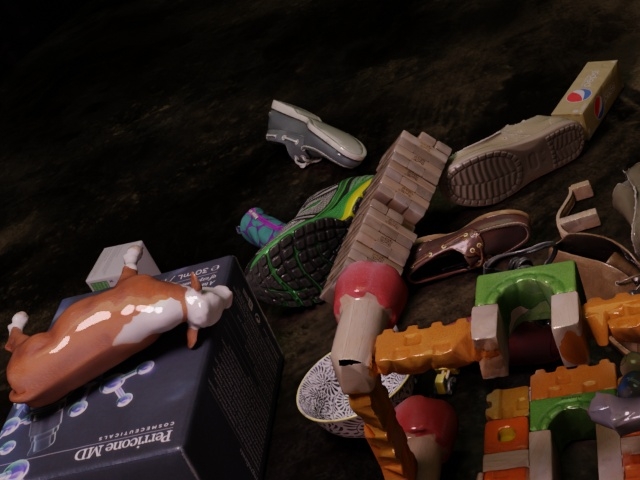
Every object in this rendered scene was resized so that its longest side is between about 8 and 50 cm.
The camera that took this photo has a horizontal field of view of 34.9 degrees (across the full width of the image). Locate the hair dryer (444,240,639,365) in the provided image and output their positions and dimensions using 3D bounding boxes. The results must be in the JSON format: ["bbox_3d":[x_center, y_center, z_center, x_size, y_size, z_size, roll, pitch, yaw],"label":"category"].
[{"bbox_3d":[0.245,0.084,1.294,0.293,0.223,0.080,-40,31,45],"label":"hair dryer"}]

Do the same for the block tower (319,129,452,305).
[{"bbox_3d":[0.103,-0.025,1.606,0.097,0.091,0.336,-51,11,55],"label":"block tower"}]

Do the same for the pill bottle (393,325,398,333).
[{"bbox_3d":[0.076,0.152,1.478,0.043,0.043,0.083,4,40,40],"label":"pill bottle"}]

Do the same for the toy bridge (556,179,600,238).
[{"bbox_3d":[0.394,-0.027,1.550,0.063,0.026,0.188,-17,31,17],"label":"toy bridge"}]

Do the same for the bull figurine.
[{"bbox_3d":[-0.271,0.105,1.328,0.310,0.101,0.188,-27,26,-8],"label":"bull figurine"}]

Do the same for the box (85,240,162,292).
[{"bbox_3d":[-0.353,0.073,1.851,0.087,0.101,0.102,-11,34,21],"label":"box"}]

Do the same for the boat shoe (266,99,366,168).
[{"bbox_3d":[-0.016,-0.196,2.073,0.319,0.116,0.099,38,109,50],"label":"boat shoe"}]

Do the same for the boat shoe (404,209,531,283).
[{"bbox_3d":[0.227,0.017,1.561,0.207,0.073,0.073,-21,29,20],"label":"boat shoe"}]

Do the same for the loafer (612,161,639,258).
[{"bbox_3d":[0.471,-0.041,1.468,0.087,0.094,0.251,-15,23,29],"label":"loafer"}]

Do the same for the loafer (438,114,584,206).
[{"bbox_3d":[0.314,-0.138,1.720,0.268,0.102,0.092,-20,28,-11],"label":"loafer"}]

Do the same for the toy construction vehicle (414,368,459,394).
[{"bbox_3d":[0.152,0.169,1.407,0.085,0.035,0.098,-4,36,31],"label":"toy construction vehicle"}]

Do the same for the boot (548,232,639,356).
[{"bbox_3d":[0.406,0.076,1.294,0.112,0.115,0.305,-35,33,-23],"label":"boot"}]

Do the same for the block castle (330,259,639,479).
[{"bbox_3d":[0.258,0.136,1.119,0.453,0.303,0.213,-12,32,20],"label":"block castle"}]

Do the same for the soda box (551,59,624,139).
[{"bbox_3d":[0.478,-0.250,1.810,0.061,0.058,0.181,3,41,39],"label":"soda box"}]

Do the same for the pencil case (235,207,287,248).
[{"bbox_3d":[-0.087,-0.012,1.827,0.064,0.070,0.151,-37,33,-21],"label":"pencil case"}]

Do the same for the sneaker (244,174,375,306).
[{"bbox_3d":[0.000,0.000,1.715,0.343,0.134,0.146,-34,24,-33],"label":"sneaker"}]

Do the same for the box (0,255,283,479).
[{"bbox_3d":[-0.240,0.242,1.399,0.293,0.212,0.395,-15,32,15],"label":"box"}]

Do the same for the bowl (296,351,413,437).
[{"bbox_3d":[0.060,0.210,1.357,0.170,0.080,0.170,-21,26,11],"label":"bowl"}]
